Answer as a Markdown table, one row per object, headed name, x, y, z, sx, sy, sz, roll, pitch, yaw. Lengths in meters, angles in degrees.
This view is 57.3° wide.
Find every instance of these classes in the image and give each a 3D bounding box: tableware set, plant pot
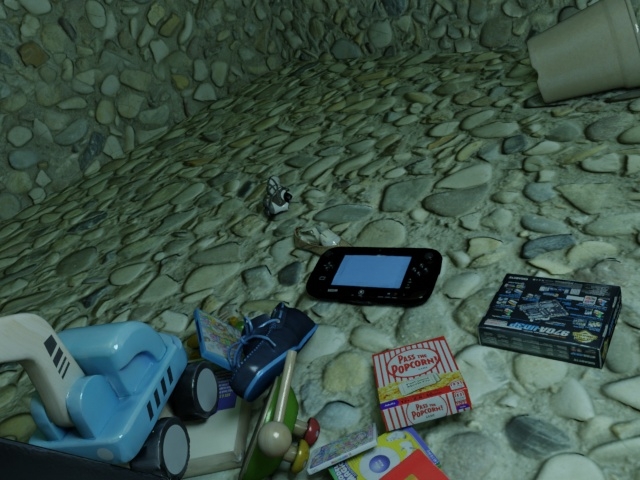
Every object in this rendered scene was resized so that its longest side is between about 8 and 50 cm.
| name | x | y | z | sx | sy | sz | roll | pitch | yaw |
| --- | --- | --- | --- | --- | --- | --- | --- | --- | --- |
| tableware set | -0.247 | 0.230 | 1.379 | 0.154 | 0.024 | 0.104 | -37 | 37 | -30 |
| plant pot | 0.840 | -0.594 | 1.868 | 0.305 | 0.334 | 0.334 | -16 | 28 | 27 |

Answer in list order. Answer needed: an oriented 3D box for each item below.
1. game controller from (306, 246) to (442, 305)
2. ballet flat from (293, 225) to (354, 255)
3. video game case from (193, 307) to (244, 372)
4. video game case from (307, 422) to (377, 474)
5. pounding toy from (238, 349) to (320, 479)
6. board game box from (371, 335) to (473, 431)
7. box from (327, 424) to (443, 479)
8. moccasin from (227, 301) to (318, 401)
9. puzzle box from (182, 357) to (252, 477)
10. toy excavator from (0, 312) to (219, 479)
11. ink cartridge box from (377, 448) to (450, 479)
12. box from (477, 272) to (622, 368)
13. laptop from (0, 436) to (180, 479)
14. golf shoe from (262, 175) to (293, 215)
| name | x | y | z | sx | sy | sz | roll | pitch | yaw |
| --- | --- | --- | --- | --- | --- | --- | --- | --- | --- |
| game controller | 0.122 | 0.080 | 1.370 | 0.319 | 0.067 | 0.166 | 0 | 35 | 31 |
| ballet flat | 0.000 | 0.000 | 1.569 | 0.206 | 0.067 | 0.073 | 10 | 39 | 40 |
| video game case | -0.200 | 0.209 | 1.195 | 0.015 | 0.119 | 0.166 | -51 | 28 | 9 |
| video game case | 0.038 | 0.345 | 0.975 | 0.122 | 0.011 | 0.087 | -26 | -1 | 5 |
| pounding toy | -0.051 | 0.321 | 0.982 | 0.110 | 0.237 | 0.183 | 21 | 50 | -2 |
| board game box | 0.173 | 0.249 | 1.042 | 0.146 | 0.045 | 0.193 | -16 | 16 | 4 |
| box | 0.090 | 0.372 | 0.930 | 0.179 | 0.043 | 0.105 | -28 | 30 | -12 |
| moccasin | -0.111 | 0.207 | 1.136 | 0.138 | 0.117 | 0.342 | -53 | -7 | 11 |
| puzzle box | -0.334 | 0.363 | 1.175 | 0.408 | 0.052 | 0.272 | -13 | 30 | 9 |
| toy excavator | -0.388 | 0.220 | 0.920 | 0.222 | 0.445 | 0.433 | -10 | 26 | 17 |
| ink cartridge box | 0.105 | 0.430 | 0.758 | 0.296 | 0.066 | 0.261 | -31 | 44 | -20 |
| box | 0.432 | 0.142 | 1.105 | 0.220 | 0.051 | 0.175 | 6 | 38 | 36 |
| laptop | -0.277 | 0.461 | 0.615 | 0.236 | 0.408 | 0.382 | -12 | 30 | 9 |
| golf shoe | -0.132 | -0.145 | 1.893 | 0.093 | 0.077 | 0.198 | -4 | 38 | 5 |
